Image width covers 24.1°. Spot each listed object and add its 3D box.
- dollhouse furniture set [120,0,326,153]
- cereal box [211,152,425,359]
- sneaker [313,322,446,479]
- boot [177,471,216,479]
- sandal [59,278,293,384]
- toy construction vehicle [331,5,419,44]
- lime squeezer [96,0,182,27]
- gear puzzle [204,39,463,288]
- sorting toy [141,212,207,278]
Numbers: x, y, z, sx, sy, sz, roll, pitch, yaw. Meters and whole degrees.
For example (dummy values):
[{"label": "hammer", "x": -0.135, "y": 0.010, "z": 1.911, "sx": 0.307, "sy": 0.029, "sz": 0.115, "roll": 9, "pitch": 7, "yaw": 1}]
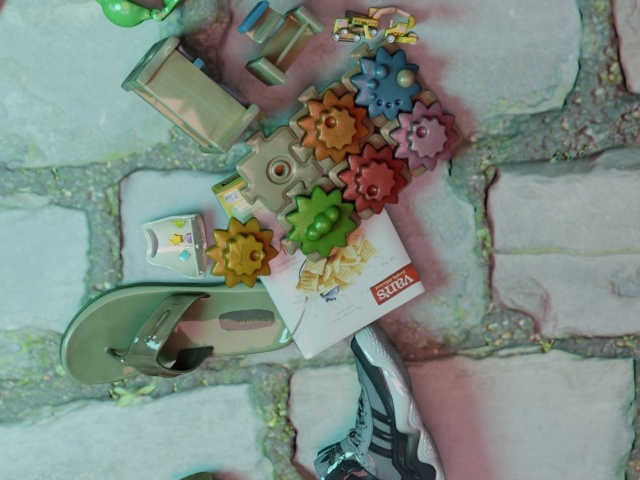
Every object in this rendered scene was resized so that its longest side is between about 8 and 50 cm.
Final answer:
[{"label": "dollhouse furniture set", "x": -0.113, "y": -0.208, "z": 1.703, "sx": 0.129, "sy": 0.129, "sz": 0.183, "roll": 39, "pitch": 82, "yaw": -15}, {"label": "cereal box", "x": 0.000, "y": 0.000, "z": 1.794, "sx": 0.173, "sy": 0.047, "sz": 0.240, "roll": -30, "pitch": 110, "yaw": -6}, {"label": "sneaker", "x": 0.055, "y": 0.239, "z": 1.879, "sx": 0.153, "sy": 0.101, "sz": 0.268, "roll": -21, "pitch": 113, "yaw": 4}, {"label": "boot", "x": -0.213, "y": 0.440, "z": 1.968, "sx": 0.283, "sy": 0.109, "sz": 0.220, "roll": -25, "pitch": 114, "yaw": 1}, {"label": "sandal", "x": -0.173, "y": 0.112, "z": 1.832, "sx": 0.303, "sy": 0.086, "sz": 0.120, "roll": -11, "pitch": 114, "yaw": 2}, {"label": "toy construction vehicle", "x": 0.061, "y": -0.245, "z": 1.696, "sx": 0.098, "sy": 0.086, "sz": 0.035, "roll": 3, "pitch": 105, "yaw": -2}, {"label": "lime squeezer", "x": -0.185, "y": -0.299, "z": 1.696, "sx": 0.310, "sy": 0.059, "sz": 0.110, "roll": -7, "pitch": 82, "yaw": 3}, {"label": "gear puzzle", "x": 0.001, "y": -0.073, "z": 1.724, "sx": 0.339, "sy": 0.044, "sz": 0.175, "roll": -40, "pitch": 111, "yaw": -5}, {"label": "sorting toy", "x": -0.178, "y": 0.002, "z": 1.815, "sx": 0.075, "sy": 0.045, "sz": 0.083, "roll": -3, "pitch": 113, "yaw": 8}]
